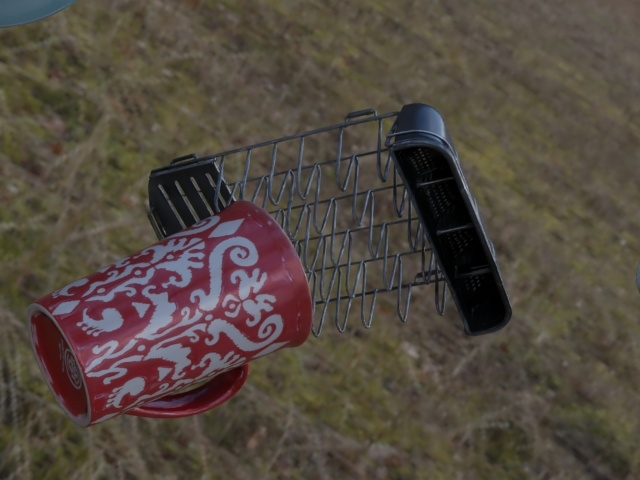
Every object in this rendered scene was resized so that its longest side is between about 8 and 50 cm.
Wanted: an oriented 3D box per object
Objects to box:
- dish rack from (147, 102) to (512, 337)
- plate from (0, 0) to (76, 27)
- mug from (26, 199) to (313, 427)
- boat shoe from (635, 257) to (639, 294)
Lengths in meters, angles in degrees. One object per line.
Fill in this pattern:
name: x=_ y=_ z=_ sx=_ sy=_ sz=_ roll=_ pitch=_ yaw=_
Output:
dish rack: x=0.000 y=0.000 z=1.012 sx=0.074 sy=0.271 sz=0.208 roll=-81 pitch=153 yaw=-46
plate: x=-0.199 y=-0.221 z=0.752 sx=0.188 sy=0.188 sz=0.024 roll=33 pitch=10 yaw=3
mug: x=-0.101 y=0.070 z=0.881 sx=0.169 sy=0.150 sz=0.113 roll=-23 pitch=19 yaw=-30
boat shoe: x=0.261 y=0.042 z=0.880 sx=0.094 sy=0.109 sz=0.302 roll=52 pitch=7 yaw=7
